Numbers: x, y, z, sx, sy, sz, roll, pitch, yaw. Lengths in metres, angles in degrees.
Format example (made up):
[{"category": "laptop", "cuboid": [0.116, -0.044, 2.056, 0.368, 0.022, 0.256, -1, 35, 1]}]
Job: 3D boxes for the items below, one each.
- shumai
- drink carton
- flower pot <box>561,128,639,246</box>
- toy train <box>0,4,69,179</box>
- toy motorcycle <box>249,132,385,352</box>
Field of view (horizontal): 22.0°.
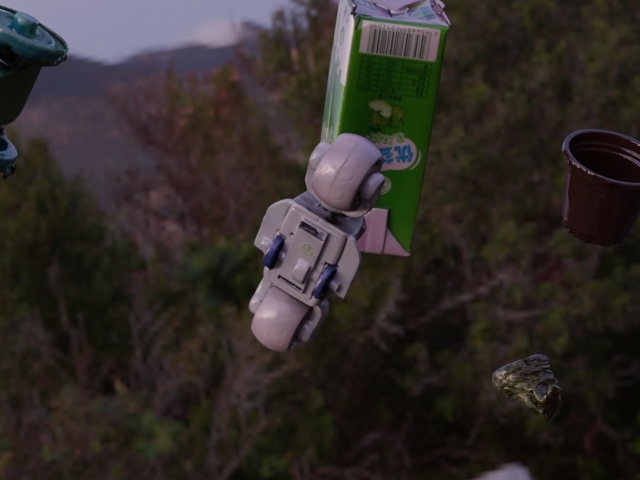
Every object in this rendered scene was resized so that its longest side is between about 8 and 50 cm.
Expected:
[{"category": "shumai", "cuboid": [0.254, 0.183, 1.979, 0.082, 0.080, 0.083, -26, -19, 23]}, {"category": "drink carton", "cuboid": [0.058, -0.135, 1.783, 0.108, 0.271, 0.161, 7, 19, -6]}, {"category": "flower pot", "cuboid": [0.286, -0.047, 1.665, 0.111, 0.089, 0.111, 10, 32, -6]}, {"category": "toy train", "cuboid": [-0.292, -0.116, 1.084, 0.194, 0.120, 0.298, 28, 15, 2]}, {"category": "toy motorcycle", "cuboid": [0.000, 0.000, 1.614, 0.112, 0.254, 0.112, 17, 33, -11]}]
